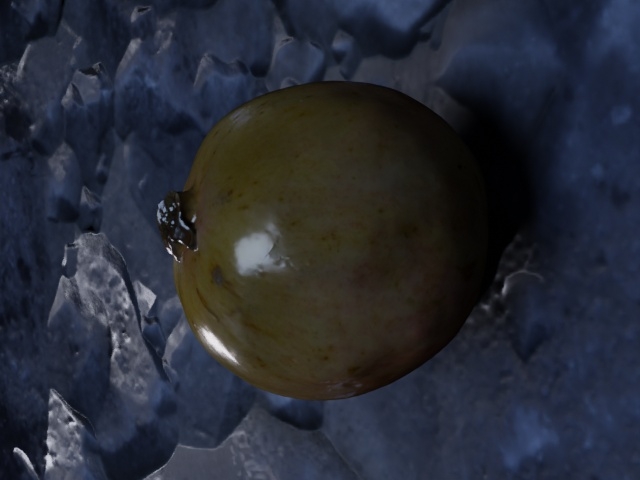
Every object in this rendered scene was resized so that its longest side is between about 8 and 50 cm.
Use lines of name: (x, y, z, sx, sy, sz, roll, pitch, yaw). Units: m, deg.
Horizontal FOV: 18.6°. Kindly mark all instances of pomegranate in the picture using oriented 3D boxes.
pomegranate: (0.004, 0.001, 1.122, 0.191, 0.191, 0.191, 11, 105, 49)
